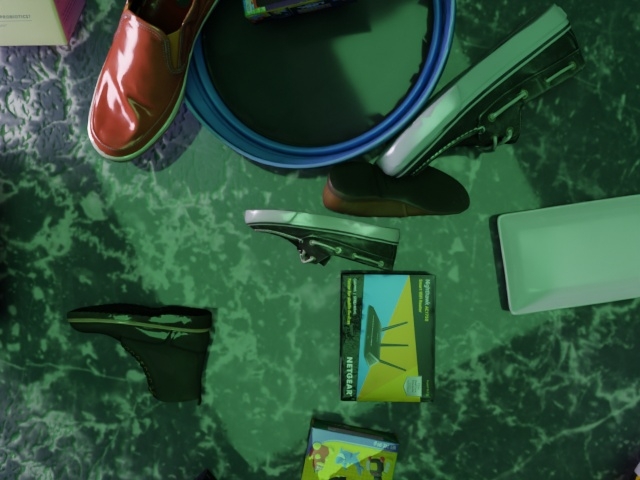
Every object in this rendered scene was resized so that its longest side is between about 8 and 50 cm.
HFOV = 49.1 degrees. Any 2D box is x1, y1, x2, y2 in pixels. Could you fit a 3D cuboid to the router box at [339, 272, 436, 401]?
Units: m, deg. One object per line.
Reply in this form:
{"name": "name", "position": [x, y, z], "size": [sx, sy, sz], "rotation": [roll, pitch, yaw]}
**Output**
{"name": "router box", "position": [0.094, 0.135, 0.992], "size": [0.133, 0.046, 0.179], "rotation": [0, 91, 0]}

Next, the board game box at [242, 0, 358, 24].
{"name": "board game box", "position": [-0.035, -0.369, 0.869], "size": [0.141, 0.048, 0.170], "rotation": [-8, 91, 12]}

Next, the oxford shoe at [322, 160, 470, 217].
{"name": "oxford shoe", "position": [0.104, -0.064, 0.982], "size": [0.212, 0.076, 0.076], "rotation": [6, 61, -14]}

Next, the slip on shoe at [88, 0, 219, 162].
{"name": "slip on shoe", "position": [-0.216, -0.255, 0.892], "size": [0.123, 0.101, 0.331], "rotation": [31, 102, 9]}

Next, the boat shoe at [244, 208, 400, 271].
{"name": "boat shoe", "position": [0.000, 0.000, 0.974], "size": [0.219, 0.078, 0.070], "rotation": [10, 90, -1]}

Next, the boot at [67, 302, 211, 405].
{"name": "boot", "position": [-0.257, 0.163, 0.985], "size": [0.197, 0.077, 0.137], "rotation": [4, 96, 1]}

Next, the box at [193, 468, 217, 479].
{"name": "box", "position": [-0.146, 0.419, 0.945], "size": [0.093, 0.156, 0.158], "rotation": [-43, 90, 0]}

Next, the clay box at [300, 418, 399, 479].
{"name": "clay box", "position": [0.029, 0.377, 0.994], "size": [0.127, 0.053, 0.222], "rotation": [10, 90, 1]}

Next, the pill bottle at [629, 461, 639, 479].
{"name": "pill bottle", "position": [0.479, 0.411, 0.925], "size": [0.187, 0.188, 0.334], "rotation": [25, 91, 0]}

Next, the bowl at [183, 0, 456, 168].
{"name": "bowl", "position": [-0.016, -0.290, 0.933], "size": [0.391, 0.077, 0.391], "rotation": [1, 93, 14]}

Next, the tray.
{"name": "tray", "position": [0.390, 0.016, 0.995], "size": [0.270, 0.030, 0.145], "rotation": [-8, 90, 1]}

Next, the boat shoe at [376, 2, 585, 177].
{"name": "boat shoe", "position": [0.227, -0.178, 0.935], "size": [0.335, 0.121, 0.119], "rotation": [-40, 96, -6]}

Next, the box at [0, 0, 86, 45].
{"name": "box", "position": [-0.443, -0.379, 0.883], "size": [0.213, 0.243, 0.117], "rotation": [-1, 49, 1]}
